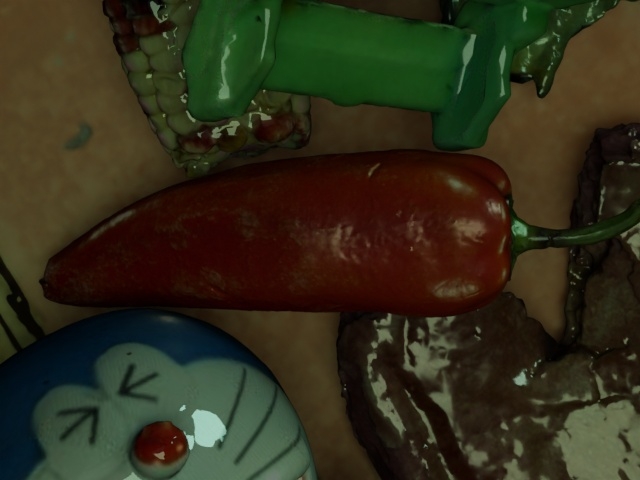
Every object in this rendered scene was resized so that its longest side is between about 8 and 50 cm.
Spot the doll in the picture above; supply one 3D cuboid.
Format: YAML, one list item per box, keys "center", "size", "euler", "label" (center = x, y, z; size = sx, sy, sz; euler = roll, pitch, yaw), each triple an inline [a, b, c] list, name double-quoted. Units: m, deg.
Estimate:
- center: [-0.063, 0.157, 0.786]
  size: [0.215, 0.161, 0.257]
  euler: [-31, 108, -12]
  label: "doll"

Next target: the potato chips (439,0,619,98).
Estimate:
- center: [0.117, -0.165, 0.802]
  size: [0.092, 0.028, 0.207]
  euler: [29, 99, -11]
  label: "potato chips"

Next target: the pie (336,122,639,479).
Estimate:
- center: [0.122, 0.054, 0.833]
  size: [0.219, 0.054, 0.204]
  euler: [-38, 101, 4]
  label: "pie"

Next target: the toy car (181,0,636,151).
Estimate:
- center: [0.052, -0.224, 0.704]
  size: [0.213, 0.176, 0.358]
  euler: [2, 83, -36]
  label: "toy car"

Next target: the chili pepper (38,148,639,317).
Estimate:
- center: [0.000, 0.000, 0.775]
  size: [0.272, 0.063, 0.071]
  euler: [-4, 110, 17]
  label: "chili pepper"

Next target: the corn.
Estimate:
- center: [-0.070, -0.159, 0.758]
  size: [0.092, 0.092, 0.280]
  euler: [-16, 104, -1]
  label: "corn"
